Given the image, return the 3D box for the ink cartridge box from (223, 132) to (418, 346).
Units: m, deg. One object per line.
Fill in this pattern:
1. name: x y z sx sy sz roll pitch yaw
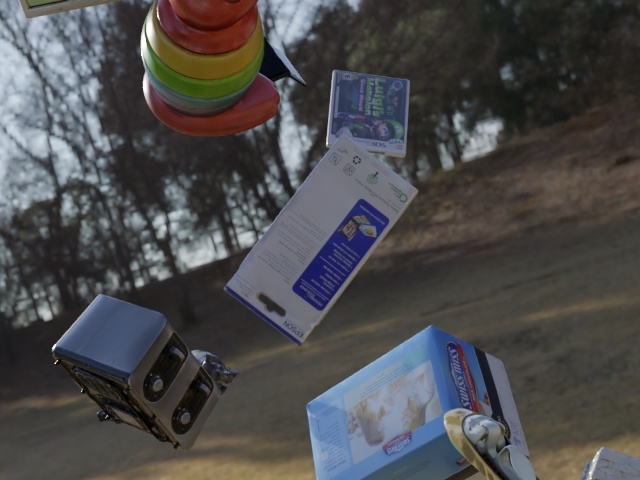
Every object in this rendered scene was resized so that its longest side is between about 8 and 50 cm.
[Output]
1. ink cartridge box: 0.000 0.000 1.805 0.332 0.165 0.065 -52 1 -9

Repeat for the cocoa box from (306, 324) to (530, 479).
1. cocoa box: 0.176 0.365 2.074 0.228 0.231 0.347 29 -52 -36

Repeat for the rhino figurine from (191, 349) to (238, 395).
1. rhino figurine: -0.240 0.282 2.332 0.073 0.106 0.243 -59 11 -11

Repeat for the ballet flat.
1. ballet flat: 0.252 0.298 1.515 0.080 0.073 0.232 -10 39 -26

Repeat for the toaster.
1. toaster: -0.240 0.171 1.399 0.186 0.168 0.110 12 55 38

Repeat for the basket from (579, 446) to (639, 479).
1. basket: 0.401 0.340 1.340 0.167 0.113 0.103 20 -28 14

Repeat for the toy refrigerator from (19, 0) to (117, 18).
1. toy refrigerator: -0.309 -0.381 1.489 0.270 0.102 0.094 0 28 35

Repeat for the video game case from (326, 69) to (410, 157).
1. video game case: 0.106 -0.278 2.365 0.173 0.190 0.022 7 -24 -5

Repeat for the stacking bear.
1. stacking bear: -0.135 -0.261 1.315 0.164 0.175 0.289 -30 -15 -20

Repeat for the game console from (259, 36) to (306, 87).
1. game console: -0.102 -0.354 2.222 0.107 0.122 0.071 -26 -33 -13
